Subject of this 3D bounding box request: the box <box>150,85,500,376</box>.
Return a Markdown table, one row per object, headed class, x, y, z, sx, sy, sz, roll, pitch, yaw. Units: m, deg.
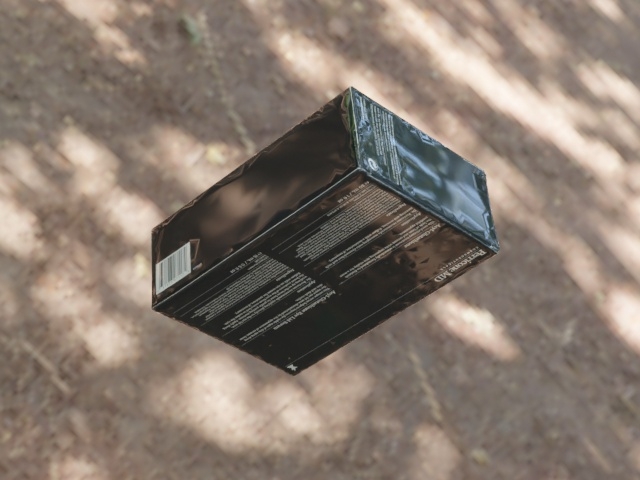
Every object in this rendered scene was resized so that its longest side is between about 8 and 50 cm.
| class | x | y | z | sx | sy | sz | roll | pitch | yaw |
| --- | --- | --- | --- | --- | --- | --- | --- | --- | --- |
| box | 0.000 | 0.000 | 1.496 | 0.184 | 0.261 | 0.103 | 31 | 40 | -36 |
